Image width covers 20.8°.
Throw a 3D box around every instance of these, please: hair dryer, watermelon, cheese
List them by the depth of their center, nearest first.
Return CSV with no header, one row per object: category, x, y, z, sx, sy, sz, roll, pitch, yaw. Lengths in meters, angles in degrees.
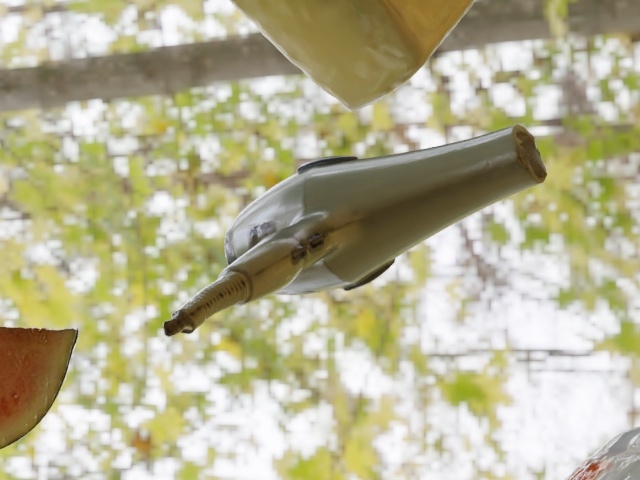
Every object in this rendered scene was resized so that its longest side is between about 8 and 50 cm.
hair dryer,0.019,-0.009,0.800,0.199,0.167,0.067,-40,-73,-78
watermelon,-0.239,0.100,1.173,0.069,0.163,0.087,25,-115,-87
cheese,0.029,-0.268,1.386,0.242,0.124,0.265,41,-134,-5

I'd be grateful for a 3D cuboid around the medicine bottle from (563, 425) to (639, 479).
medicine bottle,0.060,0.181,0.500,0.252,0.144,0.144,-41,-51,-25
